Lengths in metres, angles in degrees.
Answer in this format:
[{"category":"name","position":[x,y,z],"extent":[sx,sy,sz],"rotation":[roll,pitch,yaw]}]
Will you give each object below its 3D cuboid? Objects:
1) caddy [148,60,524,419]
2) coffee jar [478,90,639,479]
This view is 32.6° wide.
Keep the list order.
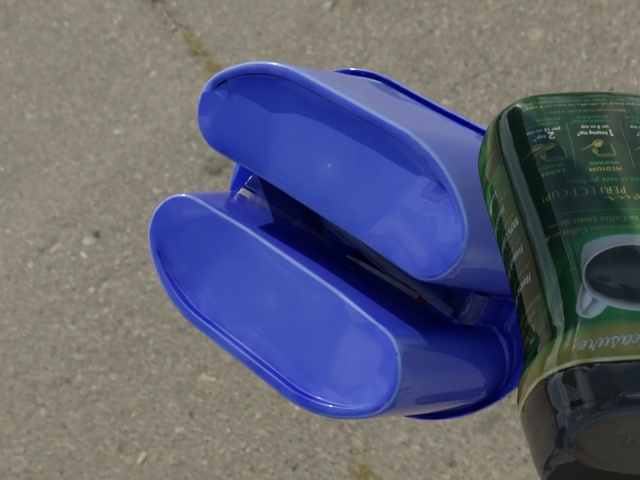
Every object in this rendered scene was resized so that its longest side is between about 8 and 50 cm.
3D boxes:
[{"category":"caddy","position":[0.030,-0.003,0.872],"extent":[0.341,0.179,0.241],"rotation":[34,107,32]},{"category":"coffee jar","position":[0.131,0.022,0.506],"extent":[0.096,0.079,0.184],"rotation":[0,56,-4]}]
